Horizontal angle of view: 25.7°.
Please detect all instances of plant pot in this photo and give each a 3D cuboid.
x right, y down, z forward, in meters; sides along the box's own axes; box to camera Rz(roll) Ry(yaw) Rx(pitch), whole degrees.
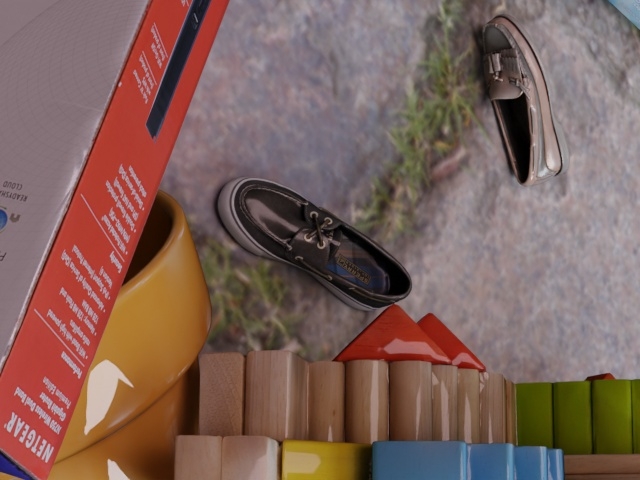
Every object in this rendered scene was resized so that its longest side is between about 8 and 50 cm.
[{"bbox_3d":[-0.137,0.099,0.692,0.205,0.205,0.188,-34,118,-35],"label":"plant pot"}]

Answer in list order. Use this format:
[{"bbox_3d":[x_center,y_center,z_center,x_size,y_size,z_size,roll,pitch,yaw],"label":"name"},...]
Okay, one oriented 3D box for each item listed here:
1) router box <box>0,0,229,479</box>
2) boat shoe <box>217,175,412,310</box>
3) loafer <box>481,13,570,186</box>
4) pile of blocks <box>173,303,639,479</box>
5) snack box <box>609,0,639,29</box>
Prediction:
[{"bbox_3d":[-0.221,-0.090,0.589,0.336,0.082,0.301,13,69,12],"label":"router box"},{"bbox_3d":[0.000,0.000,0.889,0.142,0.040,0.049,32,66,-28],"label":"boat shoe"},{"bbox_3d":[0.142,-0.099,1.008,0.039,0.045,0.125,-29,103,-29],"label":"loafer"},{"bbox_3d":[0.088,0.091,0.695,0.362,0.149,0.112,11,74,-42],"label":"pile of blocks"},{"bbox_3d":[0.331,-0.301,1.164,0.187,0.060,0.322,35,65,-27],"label":"snack box"}]
